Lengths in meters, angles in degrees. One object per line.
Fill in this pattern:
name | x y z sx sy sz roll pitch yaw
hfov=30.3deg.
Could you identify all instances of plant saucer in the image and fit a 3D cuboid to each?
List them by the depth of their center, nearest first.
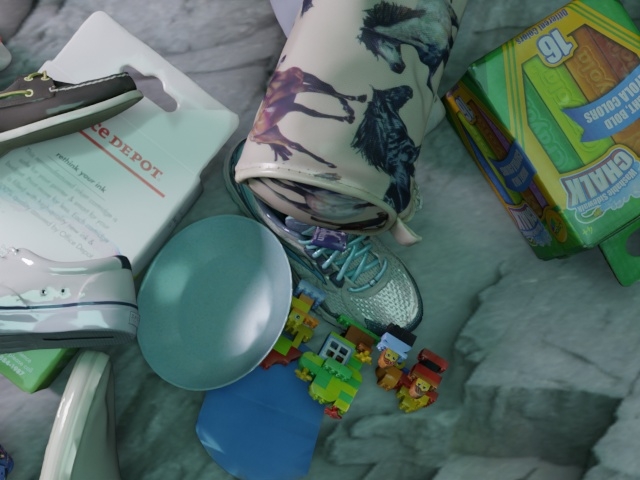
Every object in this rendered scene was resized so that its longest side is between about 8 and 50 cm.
plant saucer | -0.108 0.069 1.264 0.194 0.037 0.195 -10 68 24

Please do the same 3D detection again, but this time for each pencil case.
pencil case | 0.063 -0.197 1.182 0.183 0.160 0.410 26 70 -17

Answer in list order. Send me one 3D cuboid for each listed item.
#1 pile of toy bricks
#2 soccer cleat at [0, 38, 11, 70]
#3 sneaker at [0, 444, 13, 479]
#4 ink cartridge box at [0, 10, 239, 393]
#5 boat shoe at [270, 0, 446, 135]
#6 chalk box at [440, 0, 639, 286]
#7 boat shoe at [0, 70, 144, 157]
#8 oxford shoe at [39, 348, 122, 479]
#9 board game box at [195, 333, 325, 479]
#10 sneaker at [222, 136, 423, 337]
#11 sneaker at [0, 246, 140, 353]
pile of toy bricks | 0.025 0.138 1.251 0.212 0.118 0.105 31 64 -3
soccer cleat | -0.434 -0.218 1.284 0.196 0.068 0.076 21 112 -9
sneaker | -0.363 0.216 1.228 0.087 0.083 0.221 0 110 -20
ink cartridge box | -0.264 -0.040 1.248 0.207 0.119 0.353 38 84 0
boat shoe | 0.039 -0.216 1.316 0.084 0.095 0.258 -36 92 -27
chalk box | 0.288 -0.093 1.272 0.180 0.179 0.289 -34 88 -7
boat shoe | -0.288 -0.128 1.154 0.227 0.081 0.069 -19 88 -2
oxford shoe | -0.229 0.334 1.197 0.130 0.169 0.450 5 92 -2
board game box | -0.065 0.182 1.284 0.133 0.033 0.169 22 64 -14
sneaker | 0.000 0.000 1.266 0.283 0.122 0.110 44 83 0
sneaker | -0.304 0.056 1.142 0.258 0.094 0.091 0 68 -9
